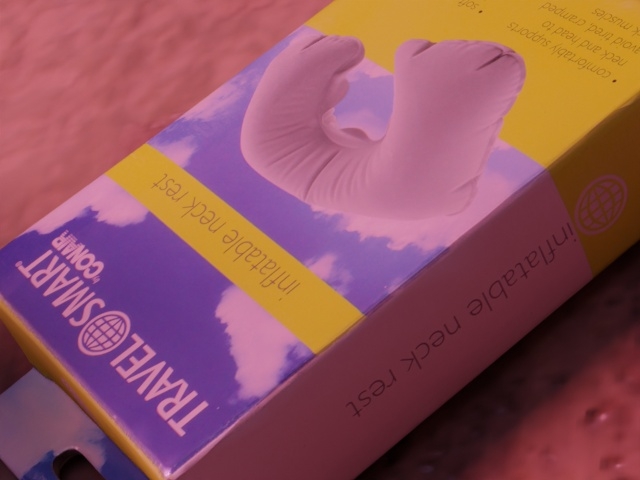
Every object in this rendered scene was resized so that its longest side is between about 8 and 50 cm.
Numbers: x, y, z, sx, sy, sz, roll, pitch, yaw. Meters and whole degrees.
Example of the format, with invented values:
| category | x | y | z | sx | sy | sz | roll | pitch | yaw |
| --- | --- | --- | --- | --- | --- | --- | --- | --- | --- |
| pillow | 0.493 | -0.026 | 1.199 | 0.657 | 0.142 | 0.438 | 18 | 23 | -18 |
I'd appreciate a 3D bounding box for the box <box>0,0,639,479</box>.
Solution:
| category | x | y | z | sx | sy | sz | roll | pitch | yaw |
| --- | --- | --- | --- | --- | --- | --- | --- | --- | --- |
| box | 0.000 | 0.000 | 0.448 | 0.178 | 0.042 | 0.109 | -38 | 39 | -12 |
